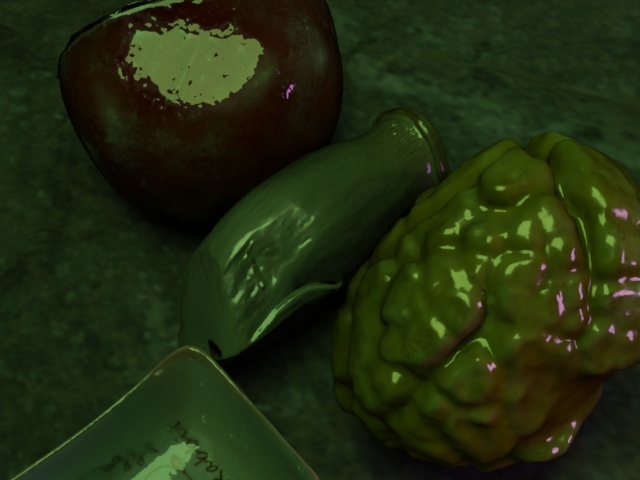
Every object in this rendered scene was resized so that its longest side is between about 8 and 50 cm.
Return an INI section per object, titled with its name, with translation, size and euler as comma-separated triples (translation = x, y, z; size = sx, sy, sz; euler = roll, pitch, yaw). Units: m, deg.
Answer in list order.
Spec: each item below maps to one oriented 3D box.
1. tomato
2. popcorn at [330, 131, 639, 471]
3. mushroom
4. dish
[tomato]
translation = -0.077, -0.093, 0.989
size = 0.214, 0.181, 0.155
euler = -20, 72, 2
[popcorn]
translation = 0.105, 0.035, 0.848
size = 0.200, 0.226, 0.203
euler = 2, 21, -14
[mushroom]
translation = -0.007, -0.005, 0.931
size = 0.247, 0.108, 0.096
euler = -43, 34, -22
[dish]
translation = -0.115, 0.186, 0.832
size = 0.212, 0.077, 0.151
euler = -36, 60, -17
